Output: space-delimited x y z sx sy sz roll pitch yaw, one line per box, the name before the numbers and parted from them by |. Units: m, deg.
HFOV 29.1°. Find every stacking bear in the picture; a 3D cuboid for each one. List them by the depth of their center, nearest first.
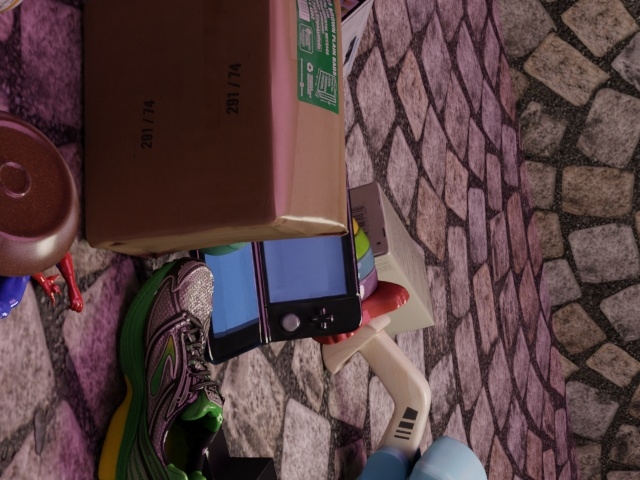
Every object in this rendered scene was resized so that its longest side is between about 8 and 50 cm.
stacking bear | 0.000 0.000 2.043 0.175 0.164 0.289 -29 108 -22

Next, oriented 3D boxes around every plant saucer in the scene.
plant saucer | -0.331 -0.060 1.300 0.199 0.036 0.198 25 51 -36

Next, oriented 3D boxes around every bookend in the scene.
bookend | -0.132 0.305 1.675 0.072 0.156 0.157 -49 130 -59

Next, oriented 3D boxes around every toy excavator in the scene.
toy excavator | 0.163 0.393 2.234 0.222 0.433 0.445 -25 138 -66

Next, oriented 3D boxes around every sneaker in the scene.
sneaker | -0.174 0.183 1.584 0.134 0.146 0.343 33 55 -49

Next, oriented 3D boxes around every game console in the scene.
game console | -0.064 0.022 1.876 0.173 0.250 0.293 -126 -151 -82

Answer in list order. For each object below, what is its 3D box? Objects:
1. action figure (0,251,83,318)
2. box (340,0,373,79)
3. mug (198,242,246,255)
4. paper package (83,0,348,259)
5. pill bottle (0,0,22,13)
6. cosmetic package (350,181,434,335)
action figure | -0.322 0.070 1.344 0.139 0.092 0.280 58 36 -34
box | -0.011 -0.317 2.060 0.290 0.087 0.169 -51 163 -58
mug | -0.140 -0.033 1.718 0.097 0.129 0.157 52 37 -33
paper package | -0.132 -0.154 1.538 0.168 0.310 0.324 9 77 -59
pill bottle | -0.369 -0.288 1.252 0.215 0.117 0.117 -24 108 -66
cosmetic package | 0.112 0.041 2.299 0.309 0.113 0.160 56 22 -55
